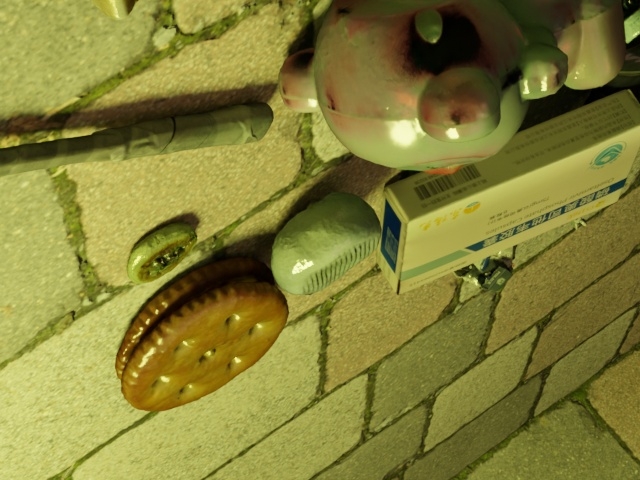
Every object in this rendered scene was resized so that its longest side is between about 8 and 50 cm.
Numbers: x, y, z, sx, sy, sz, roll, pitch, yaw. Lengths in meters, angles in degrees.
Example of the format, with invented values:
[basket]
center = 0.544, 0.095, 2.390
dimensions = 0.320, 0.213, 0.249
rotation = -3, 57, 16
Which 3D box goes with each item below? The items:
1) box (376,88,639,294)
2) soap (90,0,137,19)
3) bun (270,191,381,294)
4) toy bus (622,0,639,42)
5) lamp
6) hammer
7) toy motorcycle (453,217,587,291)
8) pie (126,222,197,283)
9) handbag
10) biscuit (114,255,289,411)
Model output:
[box]
center = 0.240, -0.059, 1.687
dimensions = 0.344, 0.065, 0.200
rotation = -22, 154, -13
[soap]
center = -0.135, -0.261, 0.713
dimensions = 0.080, 0.160, 0.257
rotation = -31, 154, -17
[bun]
center = 0.000, 0.000, 1.486
dimensions = 0.141, 0.083, 0.141
rotation = -36, 167, -10
[toy bus]
center = 0.347, -0.303, 1.377
dimensions = 0.256, 0.128, 0.147
rotation = -39, 179, 2
[lamp]
center = 0.128, -0.197, 1.206
dimensions = 0.301, 0.247, 0.247
rotation = -33, 126, -32
[hammer]
center = -0.189, -0.082, 1.106
dimensions = 0.427, 0.044, 0.152
rotation = -16, 148, -45
[toy motorcycle]
center = 0.285, -0.020, 1.874
dimensions = 0.150, 0.102, 0.221
rotation = 24, 112, -42
[pie]
center = -0.161, 0.015, 1.349
dimensions = 0.084, 0.021, 0.084
rotation = -32, 156, -16
[handbag]
center = 0.447, -0.245, 1.710
dimensions = 0.254, 0.088, 0.211
rotation = -28, 164, -12
[biscuit]
center = -0.136, 0.108, 1.503
dimensions = 0.220, 0.066, 0.220
rotation = -29, 153, -16
